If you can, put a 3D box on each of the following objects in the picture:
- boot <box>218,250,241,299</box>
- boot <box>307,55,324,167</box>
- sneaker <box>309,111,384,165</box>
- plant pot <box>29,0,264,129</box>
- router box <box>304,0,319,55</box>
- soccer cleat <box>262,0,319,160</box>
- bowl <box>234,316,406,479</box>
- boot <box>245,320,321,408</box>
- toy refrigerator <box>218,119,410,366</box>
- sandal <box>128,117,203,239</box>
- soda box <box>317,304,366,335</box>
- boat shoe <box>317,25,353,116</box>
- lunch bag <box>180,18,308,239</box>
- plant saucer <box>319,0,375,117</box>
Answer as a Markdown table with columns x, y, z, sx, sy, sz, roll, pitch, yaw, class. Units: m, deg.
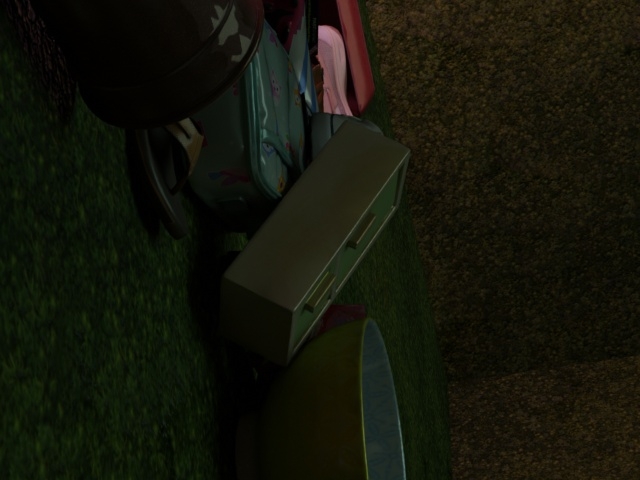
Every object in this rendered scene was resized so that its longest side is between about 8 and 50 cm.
| x | y | z | sx | sy | sz | roll | pitch | yaw | class |
| --- | --- | --- | --- | --- | --- | --- | --- | --- | --- |
| -0.089 | 0.058 | 1.419 | 0.118 | 0.042 | 0.087 | 22 | 66 | -78 | boot |
| -0.020 | -0.180 | 1.864 | 0.197 | 0.073 | 0.152 | -111 | -158 | -54 | boot |
| 0.036 | -0.120 | 1.598 | 0.258 | 0.091 | 0.094 | -65 | 158 | -74 | sneaker |
| -0.151 | -0.198 | 0.958 | 0.165 | 0.167 | 0.167 | 53 | 27 | -53 | plant pot |
| -0.021 | -0.329 | 1.753 | 0.092 | 0.038 | 0.122 | -94 | -175 | -57 | router box |
| -0.071 | -0.257 | 1.657 | 0.143 | 0.116 | 0.331 | -100 | -178 | -62 | soccer cleat |
| -0.003 | 0.234 | 1.364 | 0.289 | 0.156 | 0.289 | -7 | 90 | -79 | bowl |
| -0.058 | 0.139 | 1.431 | 0.084 | 0.059 | 0.158 | -19 | 132 | -47 | boot |
| 0.000 | 0.000 | 1.361 | 0.269 | 0.094 | 0.102 | -53 | 162 | -37 | toy refrigerator |
| -0.141 | -0.111 | 1.189 | 0.090 | 0.060 | 0.219 | 55 | 27 | -69 | sandal |
| 0.020 | 0.166 | 1.639 | 0.263 | 0.092 | 0.083 | -97 | -171 | -71 | soda box |
| -0.007 | -0.197 | 2.023 | 0.098 | 0.109 | 0.302 | -4 | 86 | -43 | boat shoe |
| -0.081 | -0.123 | 1.414 | 0.279 | 0.107 | 0.224 | 46 | 36 | -74 | lunch bag |
| 0.021 | -0.356 | 2.157 | 0.258 | 0.047 | 0.259 | -141 | -143 | -67 | plant saucer |
